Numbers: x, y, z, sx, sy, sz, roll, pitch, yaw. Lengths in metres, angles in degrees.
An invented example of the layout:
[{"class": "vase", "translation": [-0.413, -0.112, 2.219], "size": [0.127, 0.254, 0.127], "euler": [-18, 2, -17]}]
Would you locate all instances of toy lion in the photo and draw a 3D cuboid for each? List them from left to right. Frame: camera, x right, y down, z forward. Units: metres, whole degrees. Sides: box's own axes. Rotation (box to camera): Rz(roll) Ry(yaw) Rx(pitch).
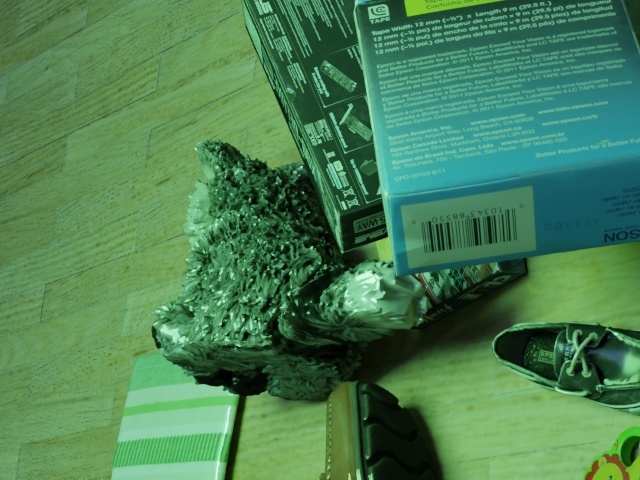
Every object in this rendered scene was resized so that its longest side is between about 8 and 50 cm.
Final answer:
[{"class": "toy lion", "translation": [0.273, 0.215, 1.502], "size": [0.096, 0.034, 0.100], "euler": [13, 84, 63]}]

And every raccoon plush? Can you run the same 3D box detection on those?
[{"class": "raccoon plush", "translation": [0.000, 0.000, 1.840], "size": [0.446, 0.216, 0.299], "euler": [-15, 58, 45]}]

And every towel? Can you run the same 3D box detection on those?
[{"class": "towel", "translation": [-0.188, 0.293, 2.089], "size": [0.248, 0.038, 0.324], "euler": [-12, 62, 50]}]

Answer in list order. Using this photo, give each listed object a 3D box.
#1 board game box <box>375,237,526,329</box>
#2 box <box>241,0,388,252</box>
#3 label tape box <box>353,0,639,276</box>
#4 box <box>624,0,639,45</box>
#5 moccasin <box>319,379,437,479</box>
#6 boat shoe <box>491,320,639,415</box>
[{"class": "board game box", "translation": [0.120, -0.047, 1.778], "size": [0.165, 0.042, 0.243], "euler": [-32, 63, 43]}, {"class": "box", "translation": [0.080, -0.165, 1.695], "size": [0.076, 0.243, 0.307], "euler": [84, 165, -60]}, {"class": "label tape box", "translation": [0.168, -0.137, 1.547], "size": [0.347, 0.249, 0.115], "euler": [-96, -4, -48]}, {"class": "box", "translation": [0.352, -0.263, 1.615], "size": [0.145, 0.038, 0.186], "euler": [36, 102, 55]}, {"class": "moccasin", "translation": [0.047, 0.325, 1.678], "size": [0.147, 0.139, 0.380], "euler": [-24, 64, 36]}, {"class": "boat shoe", "translation": [0.247, 0.114, 1.546], "size": [0.219, 0.070, 0.077], "euler": [-1, 74, 54]}]
